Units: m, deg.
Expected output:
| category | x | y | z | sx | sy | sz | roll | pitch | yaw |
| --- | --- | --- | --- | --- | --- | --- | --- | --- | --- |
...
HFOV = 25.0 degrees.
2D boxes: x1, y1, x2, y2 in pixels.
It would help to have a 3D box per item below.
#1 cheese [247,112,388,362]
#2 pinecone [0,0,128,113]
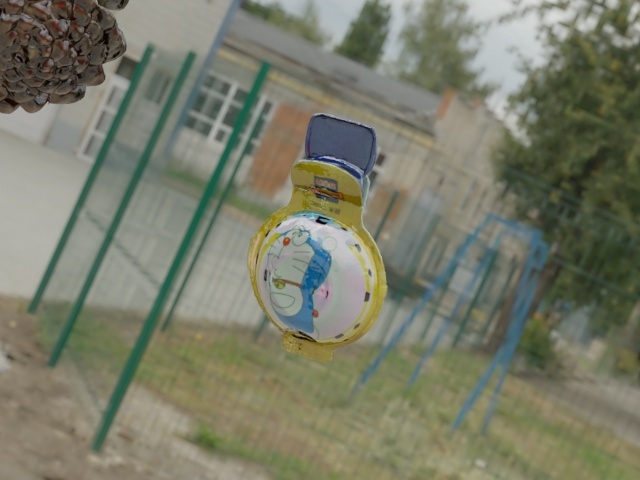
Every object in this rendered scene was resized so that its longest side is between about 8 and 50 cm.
| category | x | y | z | sx | sy | sz | roll | pitch | yaw |
| --- | --- | --- | --- | --- | --- | --- | --- | --- | --- |
| cheese | 0.000 | 0.000 | 1.421 | 0.157 | 0.250 | 0.064 | 16 | 17 | 23 |
| pinecone | -0.303 | -0.243 | 1.417 | 0.221 | 0.221 | 0.221 | 25 | 2 | -1 |
